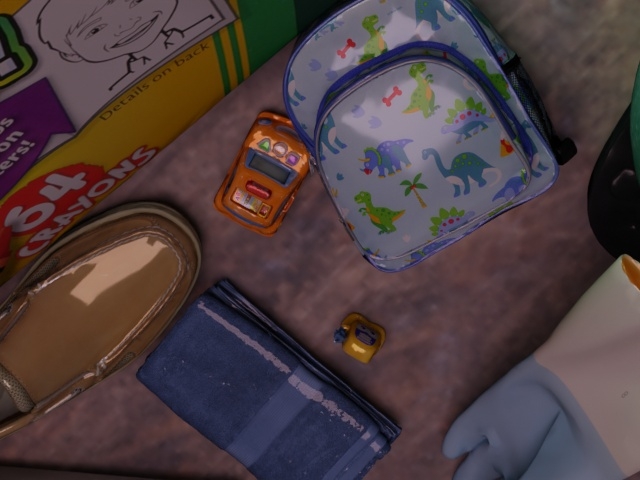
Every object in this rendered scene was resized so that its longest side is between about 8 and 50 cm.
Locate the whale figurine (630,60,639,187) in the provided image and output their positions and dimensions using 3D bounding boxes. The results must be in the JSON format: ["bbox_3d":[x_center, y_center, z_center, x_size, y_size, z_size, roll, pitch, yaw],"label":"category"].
[{"bbox_3d":[0.225,-0.039,0.711,0.216,0.141,0.272,-39,144,16],"label":"whale figurine"}]

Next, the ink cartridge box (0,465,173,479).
[{"bbox_3d":[-0.245,0.265,0.885,0.395,0.166,0.285,4,109,8],"label":"ink cartridge box"}]

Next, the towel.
[{"bbox_3d":[-0.026,0.078,0.862,0.119,0.029,0.067,40,109,-7],"label":"towel"}]

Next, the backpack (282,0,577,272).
[{"bbox_3d":[0.040,-0.054,0.777,0.105,0.084,0.114,-29,100,14],"label":"backpack"}]

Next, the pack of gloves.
[{"bbox_3d":[0.135,0.135,0.766,0.195,0.046,0.232,49,151,9],"label":"pack of gloves"}]

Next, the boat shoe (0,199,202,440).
[{"bbox_3d":[-0.133,0.056,0.846,0.190,0.072,0.068,-41,99,18],"label":"boat shoe"}]

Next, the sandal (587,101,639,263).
[{"bbox_3d":[0.189,-0.095,0.756,0.097,0.054,0.254,16,110,2],"label":"sandal"}]

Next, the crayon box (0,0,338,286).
[{"bbox_3d":[-0.189,-0.072,0.681,0.363,0.313,0.106,-39,69,18],"label":"crayon box"}]

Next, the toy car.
[{"bbox_3d":[0.000,0.000,0.825,0.122,0.040,0.060,45,109,-7],"label":"toy car"}]
